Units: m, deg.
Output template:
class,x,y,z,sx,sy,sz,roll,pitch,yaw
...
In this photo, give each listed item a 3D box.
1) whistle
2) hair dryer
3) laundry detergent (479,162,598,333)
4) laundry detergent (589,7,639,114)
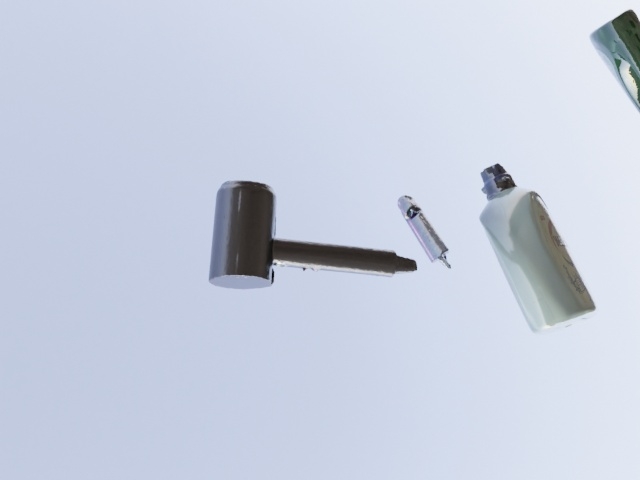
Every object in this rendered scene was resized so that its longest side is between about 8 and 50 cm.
class,x,y,z,sx,sy,sz,roll,pitch,yaw
whistle,0.154,-0.015,0.973,0.033,0.033,0.176,33,-161,-31
hair dryer,0.000,0.002,0.747,0.248,0.070,0.114,5,-100,-15
laundry detergent,0.338,0.007,1.051,0.215,0.105,0.280,11,-127,-59
laundry detergent,0.436,-0.202,0.860,0.210,0.063,0.137,58,-159,-1
